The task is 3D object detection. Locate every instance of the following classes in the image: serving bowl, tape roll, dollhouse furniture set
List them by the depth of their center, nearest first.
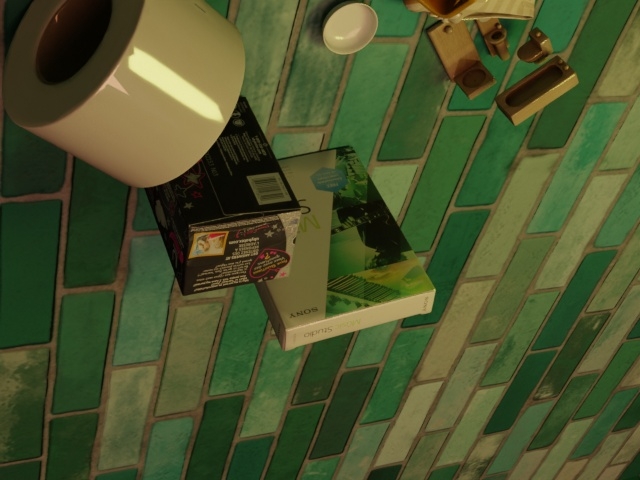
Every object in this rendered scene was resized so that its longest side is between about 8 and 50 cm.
[{"bbox_3d":[-0.234,-0.205,1.150,0.246,0.246,0.169,-40,139,15],"label":"tape roll"},{"bbox_3d":[0.038,-0.306,1.365,0.083,0.027,0.083,-16,140,-14],"label":"serving bowl"},{"bbox_3d":[0.271,-0.274,1.437,0.144,0.151,0.123,-34,140,4],"label":"dollhouse furniture set"}]

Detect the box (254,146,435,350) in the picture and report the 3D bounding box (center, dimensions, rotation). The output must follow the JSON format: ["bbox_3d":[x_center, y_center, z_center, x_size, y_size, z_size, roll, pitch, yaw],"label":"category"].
[{"bbox_3d":[0.000,0.000,1.444,0.232,0.322,0.058,-14,142,-17],"label":"box"}]

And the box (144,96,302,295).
[{"bbox_3d":[-0.145,-0.066,1.349,0.163,0.247,0.142,-9,139,-21],"label":"box"}]

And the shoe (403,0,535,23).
[{"bbox_3d":[0.219,-0.339,1.385,0.219,0.076,0.058,-11,101,-23],"label":"shoe"}]

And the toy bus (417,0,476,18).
[{"bbox_3d":[0.191,-0.396,1.287,0.202,0.191,0.104,-9,176,-24],"label":"toy bus"}]
